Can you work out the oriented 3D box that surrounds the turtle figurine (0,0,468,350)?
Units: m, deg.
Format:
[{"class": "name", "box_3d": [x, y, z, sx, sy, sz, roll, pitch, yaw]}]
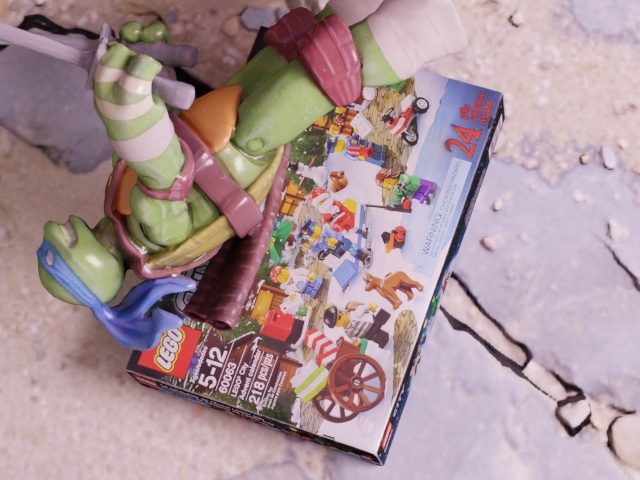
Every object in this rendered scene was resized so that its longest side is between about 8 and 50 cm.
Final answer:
[{"class": "turtle figurine", "box_3d": [-0.077, -0.106, 0.899, 0.266, 0.198, 0.274, -32, 74, -6]}]

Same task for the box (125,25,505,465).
[{"class": "box", "box_3d": [0.000, 0.000, 0.980, 0.159, 0.044, 0.233, 17, 76, 12]}]
